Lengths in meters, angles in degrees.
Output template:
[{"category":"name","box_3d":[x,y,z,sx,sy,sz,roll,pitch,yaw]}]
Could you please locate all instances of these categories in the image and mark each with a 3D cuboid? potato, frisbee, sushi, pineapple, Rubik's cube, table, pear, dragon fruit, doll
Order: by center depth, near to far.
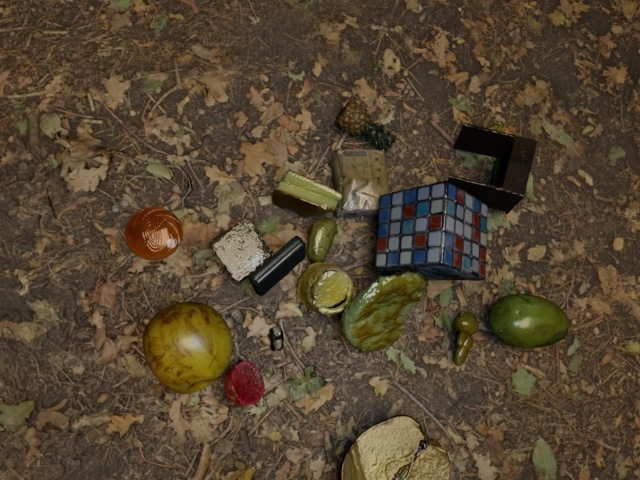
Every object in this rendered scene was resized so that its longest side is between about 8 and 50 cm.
[{"category":"pear","box_3d":[-0.411,0.331,1.304,0.281,0.281,0.280,2,79,-11]},{"category":"dragon fruit","box_3d":[-0.279,0.487,1.397,0.111,0.153,0.153,-28,85,26]},{"category":"frisbee","box_3d":[-0.585,-0.028,1.456,0.192,0.035,0.192,2,78,-12]},{"category":"sushi","box_3d":[-0.154,0.350,1.478,0.046,0.044,0.083,1,81,-33]},{"category":"Rubik's cube","box_3d":[0.394,-0.016,1.478,0.292,0.287,0.293,19,73,-39]},{"category":"potato","box_3d":[0.000,0.000,1.548,0.105,0.085,0.188,20,79,-30]},{"category":"potato","box_3d":[0.796,0.306,1.588,0.304,0.216,0.215,-1,80,-7]},{"category":"doll","box_3d":[0.538,0.372,1.589,0.137,0.097,0.209,24,81,-46]},{"category":"table","box_3d":[0.660,-0.283,1.652,0.282,0.196,0.250,16,77,9]},{"category":"pineapple","box_3d":[0.185,-0.447,1.656,0.248,0.128,0.128,32,75,-11]}]

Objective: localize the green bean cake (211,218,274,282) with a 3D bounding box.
[{"category":"green bean cake","box_3d":[-0.274,0.038,1.476,0.173,0.094,0.181,-35,88,-15]}]

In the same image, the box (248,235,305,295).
[{"category":"box","box_3d":[-0.147,0.091,1.460,0.230,0.160,0.050,-42,74,-16]}]

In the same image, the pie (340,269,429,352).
[{"category":"pie","box_3d":[0.210,0.251,1.431,0.297,0.371,0.078,4,35,-32]}]

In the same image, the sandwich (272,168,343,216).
[{"category":"sandwich","box_3d":[-0.047,-0.161,1.539,0.236,0.128,0.122,24,70,0]}]

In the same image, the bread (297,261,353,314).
[{"category":"bread","box_3d":[0.020,0.173,1.471,0.197,0.170,0.197,0,90,-7]}]

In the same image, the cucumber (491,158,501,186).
[{"category":"cucumber","box_3d":[0.755,-0.261,1.763,0.056,0.056,0.250,14,74,-9]}]

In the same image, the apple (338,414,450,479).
[{"category":"apple","box_3d":[0.242,0.767,1.353,0.365,0.295,0.328,-44,127,-19]}]

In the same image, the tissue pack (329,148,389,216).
[{"category":"tissue pack","box_3d":[0.156,-0.225,1.601,0.215,0.123,0.256,-2,81,-14]}]
